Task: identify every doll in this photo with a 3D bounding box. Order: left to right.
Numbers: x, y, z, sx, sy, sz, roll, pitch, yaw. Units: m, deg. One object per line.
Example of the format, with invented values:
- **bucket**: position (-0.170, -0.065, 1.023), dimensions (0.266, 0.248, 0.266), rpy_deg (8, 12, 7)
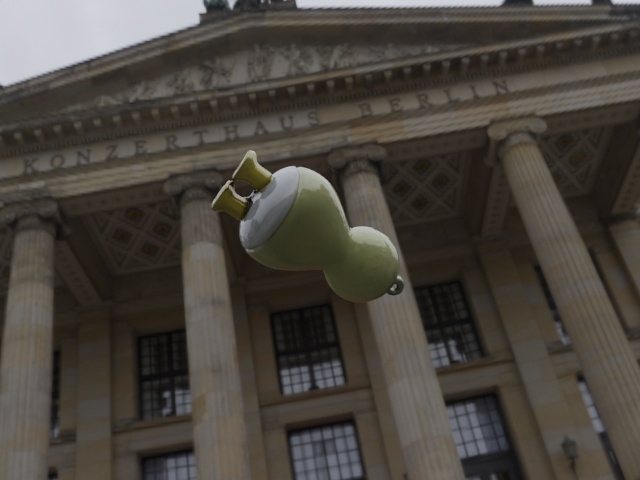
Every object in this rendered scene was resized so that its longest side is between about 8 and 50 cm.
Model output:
- **doll**: position (-0.003, -0.004, 1.011), dimensions (0.296, 0.117, 0.141), rpy_deg (33, -83, -29)
